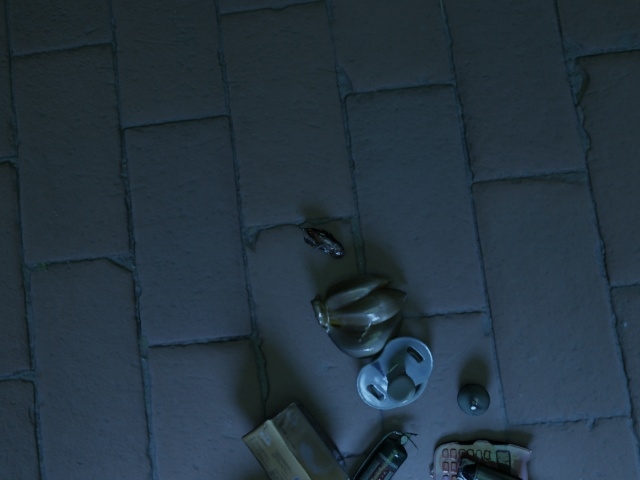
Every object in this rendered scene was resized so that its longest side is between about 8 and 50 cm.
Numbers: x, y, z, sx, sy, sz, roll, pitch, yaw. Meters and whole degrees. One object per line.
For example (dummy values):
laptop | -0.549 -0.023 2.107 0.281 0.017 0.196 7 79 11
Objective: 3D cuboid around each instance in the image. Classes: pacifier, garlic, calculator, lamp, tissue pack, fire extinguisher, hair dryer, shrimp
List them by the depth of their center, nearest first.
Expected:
hair dryer | 0.507 0.835 1.708 0.196 0.078 0.248 17 92 12
pacifier | 0.260 0.454 1.739 0.279 0.207 0.227 -45 101 4
tissue pack | -0.059 0.680 1.754 0.238 0.238 0.305 -38 81 0
lamp | 0.500 0.519 1.762 0.105 0.105 0.105 -1 84 5
calculator | 0.523 0.762 1.767 0.330 0.048 0.220 -1 85 7
fire extinguisher | 0.210 0.729 1.768 0.118 0.093 0.294 38 88 10
garlic | 0.139 0.257 1.812 0.325 0.132 0.279 -7 93 9
shrimp | 0.000 0.000 1.880 0.190 0.075 0.073 30 119 1
